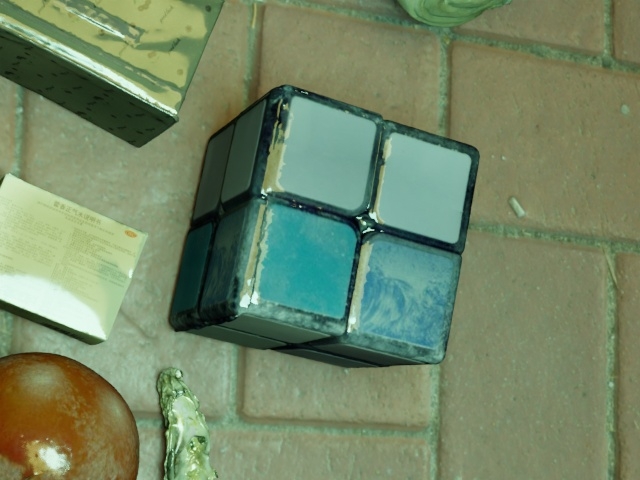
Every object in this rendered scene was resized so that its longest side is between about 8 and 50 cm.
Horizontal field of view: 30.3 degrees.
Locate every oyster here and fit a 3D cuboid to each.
[{"bbox_3d":[-0.194,0.286,1.680,0.106,0.061,0.200,17,78,-38],"label":"oyster"}]

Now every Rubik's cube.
[{"bbox_3d":[0.000,0.000,1.650,0.313,0.316,0.318,15,78,-20],"label":"Rubik's cube"}]

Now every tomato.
[{"bbox_3d":[-0.357,0.265,1.497,0.265,0.265,0.265,3,81,-22],"label":"tomato"}]

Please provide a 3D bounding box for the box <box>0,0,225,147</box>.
[{"bbox_3d":[-0.317,-0.286,1.608,0.297,0.225,0.190,27,74,-18],"label":"box"}]

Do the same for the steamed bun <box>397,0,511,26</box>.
[{"bbox_3d":[0.232,-0.523,1.860,0.339,0.247,0.352,-14,97,-8],"label":"steamed bun"}]

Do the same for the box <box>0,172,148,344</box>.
[{"bbox_3d":[-0.367,0.027,1.612,0.212,0.095,0.168,25,75,-18],"label":"box"}]
